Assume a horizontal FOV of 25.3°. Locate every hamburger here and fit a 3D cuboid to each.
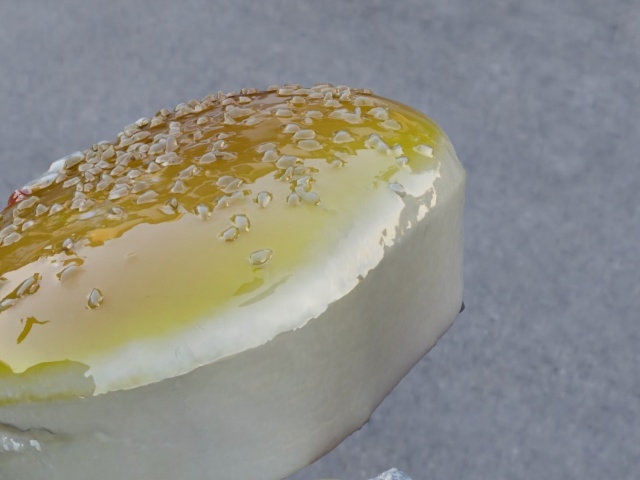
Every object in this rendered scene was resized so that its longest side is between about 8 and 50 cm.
[{"bbox_3d":[-0.055,0.017,0.666,0.227,0.151,0.295,-13,12,32],"label":"hamburger"}]

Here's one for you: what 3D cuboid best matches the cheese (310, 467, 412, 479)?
[{"bbox_3d":[0.026,0.243,1.315,0.086,0.036,0.162,27,27,37],"label":"cheese"}]
